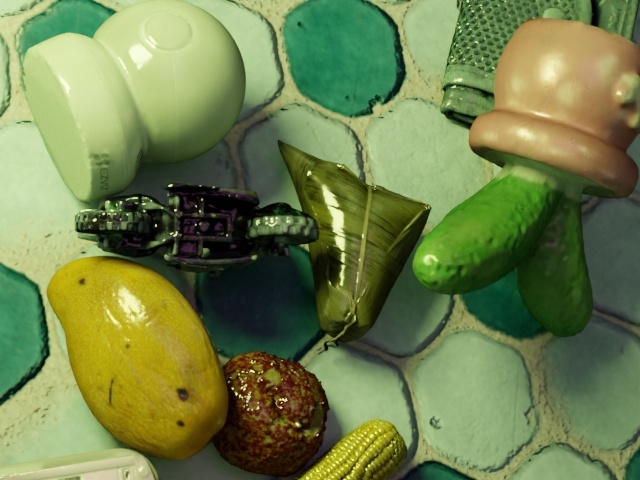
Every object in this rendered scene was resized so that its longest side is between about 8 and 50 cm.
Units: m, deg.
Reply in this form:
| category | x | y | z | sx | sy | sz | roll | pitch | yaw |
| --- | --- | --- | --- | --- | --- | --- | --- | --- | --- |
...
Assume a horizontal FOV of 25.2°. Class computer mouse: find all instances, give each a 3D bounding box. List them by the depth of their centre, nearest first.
| category | x | y | z | sx | sy | sz | roll | pitch | yaw |
| --- | --- | --- | --- | --- | --- | --- | --- | --- | --- |
| computer mouse | -0.288 | 0.289 | 1.504 | 0.245 | 0.056 | 0.126 | -9 | 73 | -11 |

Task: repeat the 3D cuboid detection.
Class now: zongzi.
| category | x | y | z | sx | sy | sz | roll | pitch | yaw |
| --- | --- | --- | --- | --- | --- | --- | --- | --- | --- |
| zongzi | -0.001 | 0.003 | 1.679 | 0.204 | 0.094 | 0.205 | 30 | 66 | -3 |

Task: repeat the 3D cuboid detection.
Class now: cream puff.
| category | x | y | z | sx | sy | sz | roll | pitch | yaw |
| --- | --- | --- | --- | --- | --- | --- | --- | --- | --- |
| cream puff | -0.054 | 0.191 | 1.604 | 0.149 | 0.084 | 0.149 | 5 | 73 | -18 |

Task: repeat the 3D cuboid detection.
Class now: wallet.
| category | x | y | z | sx | sy | sz | roll | pitch | yaw |
| --- | --- | --- | --- | --- | --- | --- | --- | --- | --- |
| wallet | 0.298 | -0.283 | 1.885 | 0.237 | 0.075 | 0.342 | 19 | 68 | -9 |

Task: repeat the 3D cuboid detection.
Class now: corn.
| category | x | y | z | sx | sy | sz | roll | pitch | yaw |
| --- | --- | --- | --- | --- | --- | --- | --- | --- | --- |
| corn | 0.013 | 0.275 | 1.606 | 0.203 | 0.072 | 0.072 | -37 | 87 | -24 |

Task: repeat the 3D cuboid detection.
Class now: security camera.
| category | x | y | z | sx | sy | sz | roll | pitch | yaw |
| --- | --- | --- | --- | --- | --- | --- | --- | --- | --- |
| security camera | -0.194 | -0.166 | 1.614 | 0.236 | 0.194 | 0.195 | -23 | 81 | -20 |

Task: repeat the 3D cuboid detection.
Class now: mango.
| category | x | y | z | sx | sy | sz | roll | pitch | yaw |
| --- | --- | --- | --- | --- | --- | --- | --- | --- | --- |
| mango | -0.202 | 0.122 | 1.551 | 0.157 | 0.109 | 0.262 | -43 | 81 | 15 |

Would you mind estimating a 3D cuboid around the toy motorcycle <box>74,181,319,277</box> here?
| category | x | y | z | sx | sy | sz | roll | pitch | yaw |
| --- | --- | --- | --- | --- | --- | --- | --- | --- | --- |
| toy motorcycle | -0.142 | -0.014 | 1.605 | 0.270 | 0.159 | 0.106 | 2 | 87 | -14 |

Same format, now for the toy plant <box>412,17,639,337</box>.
| category | x | y | z | sx | sy | sz | roll | pitch | yaw |
| --- | --- | --- | --- | --- | --- | --- | --- | --- | --- |
| toy plant | 0.251 | -0.084 | 1.693 | 0.317 | 0.210 | 0.356 | 23 | 91 | -47 |
